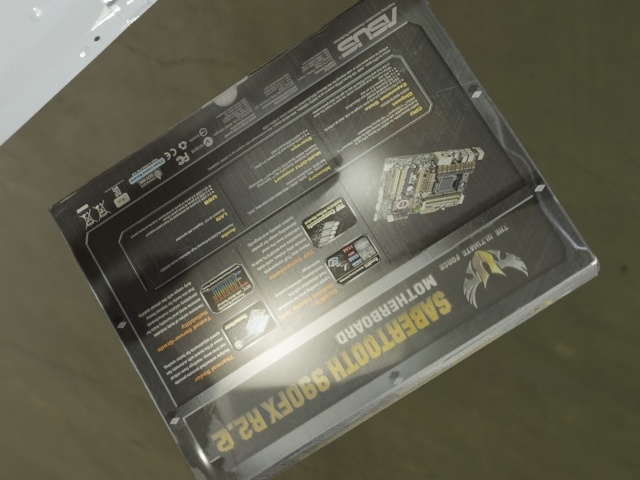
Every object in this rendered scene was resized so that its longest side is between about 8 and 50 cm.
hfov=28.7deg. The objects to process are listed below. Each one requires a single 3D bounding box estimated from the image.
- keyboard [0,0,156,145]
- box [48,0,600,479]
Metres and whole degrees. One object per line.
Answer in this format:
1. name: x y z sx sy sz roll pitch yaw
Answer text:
1. keyboard: -0.164 -0.031 0.460 0.014 0.256 0.072 53 -172 36
2. box: 0.000 0.000 0.656 0.183 0.231 0.056 58 -174 13
